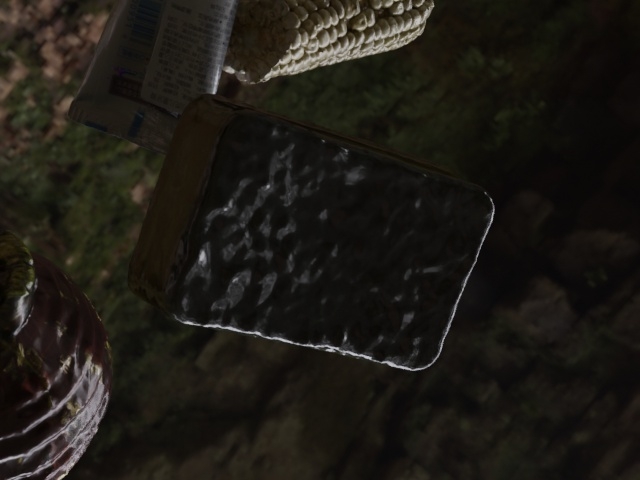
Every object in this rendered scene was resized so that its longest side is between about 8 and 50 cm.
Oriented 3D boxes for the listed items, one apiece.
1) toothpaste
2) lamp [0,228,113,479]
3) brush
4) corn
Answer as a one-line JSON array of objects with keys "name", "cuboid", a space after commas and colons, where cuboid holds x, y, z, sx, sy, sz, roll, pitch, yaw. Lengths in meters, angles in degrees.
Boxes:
[{"name": "toothpaste", "cuboid": [-0.101, -0.218, 0.972, 0.073, 0.114, 0.299, -52, 162, -81]}, {"name": "lamp", "cuboid": [-0.273, 0.095, 0.930, 0.247, 0.247, 0.247, -41, -154, 25]}, {"name": "brush", "cuboid": [0.000, 0.000, 0.706, 0.059, 0.197, 0.123, 30, -77, 57]}, {"name": "corn", "cuboid": [0.010, -0.191, 1.039, 0.211, 0.087, 0.087, -23, 180, -41]}]
